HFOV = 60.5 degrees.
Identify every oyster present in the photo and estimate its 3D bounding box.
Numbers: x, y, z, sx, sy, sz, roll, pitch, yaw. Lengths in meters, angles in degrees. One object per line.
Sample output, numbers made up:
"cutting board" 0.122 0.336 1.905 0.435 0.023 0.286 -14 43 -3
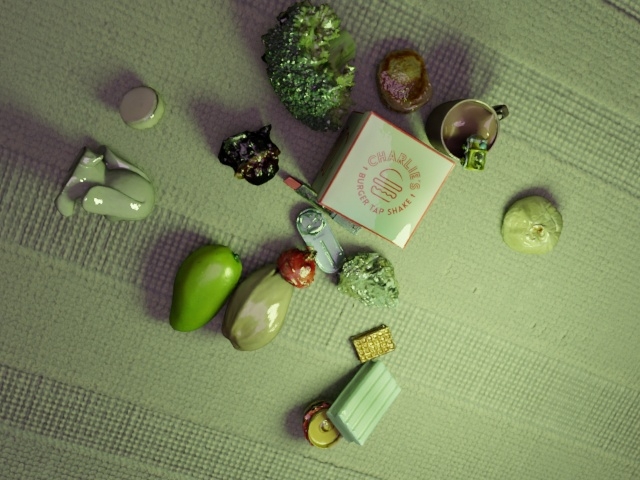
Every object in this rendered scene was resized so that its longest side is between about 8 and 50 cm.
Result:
"oyster" 0.180 0.142 1.919 0.267 0.112 0.199 10 110 -22

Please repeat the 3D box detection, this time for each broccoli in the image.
"broccoli" -0.024 -0.526 1.653 0.338 0.277 0.318 25 80 -22

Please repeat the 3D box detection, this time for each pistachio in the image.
"pistachio" -0.200 0.223 1.853 0.332 0.207 0.226 -62 148 -5

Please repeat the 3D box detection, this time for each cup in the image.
"cup" 0.477 -0.377 1.784 0.252 0.200 0.192 -26 106 0

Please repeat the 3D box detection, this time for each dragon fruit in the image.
"dragon fruit" -0.062 0.076 1.837 0.153 0.153 0.111 36 121 -15

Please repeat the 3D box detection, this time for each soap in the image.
"soap" 0.159 0.578 1.976 0.265 0.087 0.160 -45 109 -32

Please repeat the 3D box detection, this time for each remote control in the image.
"remote control" 0.000 0.000 1.893 0.104 0.052 0.248 -28 106 -1

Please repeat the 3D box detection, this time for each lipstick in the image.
"lipstick" 0.009 -0.126 1.864 0.312 0.051 0.051 35 98 -13

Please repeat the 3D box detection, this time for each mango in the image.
"mango" -0.399 0.163 1.826 0.192 0.156 0.343 31 100 -11

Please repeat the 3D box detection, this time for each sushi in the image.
"sushi" -0.209 -0.258 1.748 0.172 0.153 0.151 -26 86 -21

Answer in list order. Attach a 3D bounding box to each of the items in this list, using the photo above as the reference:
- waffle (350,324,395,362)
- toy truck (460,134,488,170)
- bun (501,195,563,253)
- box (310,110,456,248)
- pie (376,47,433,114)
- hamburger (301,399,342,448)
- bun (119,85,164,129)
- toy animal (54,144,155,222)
"waffle" 0.195 0.379 2.020 0.147 0.042 0.103 -21 105 -2
"toy truck" 0.476 -0.266 1.668 0.076 0.077 0.111 3 104 -9
"bun" 0.755 -0.049 1.941 0.220 0.134 0.221 -1 106 -3
"box" 0.179 -0.205 1.736 0.314 0.300 0.312 28 99 -14
"pie" 0.273 -0.516 1.782 0.178 0.084 0.205 -22 103 -2
"hamburger" 0.008 0.669 2.019 0.175 0.137 0.176 -1 97 -12
"bun" -0.543 -0.399 1.698 0.138 0.094 0.138 -4 71 10
"toy animal" -0.637 -0.155 1.684 0.264 0.272 0.206 30 124 -26
